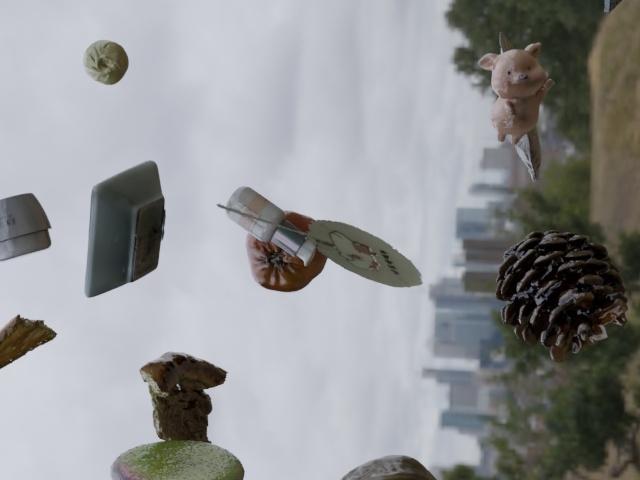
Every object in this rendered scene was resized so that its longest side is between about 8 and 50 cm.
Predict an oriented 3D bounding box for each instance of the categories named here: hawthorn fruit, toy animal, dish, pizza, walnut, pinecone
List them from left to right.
[{"bbox_3d":[-0.361,0.120,1.358,0.026,0.123,0.108,54,-150,16],"label":"pizza"},{"bbox_3d":[-0.354,-0.012,2.157,0.182,0.080,0.243,-35,-38,-53],"label":"dish"},{"bbox_3d":[-0.065,0.021,2.380,0.189,0.189,0.189,2,-90,-81],"label":"hawthorn fruit"},{"bbox_3d":[0.126,0.503,2.022,0.248,0.248,0.248,2,-90,-81],"label":"walnut"},{"bbox_3d":[0.282,-0.214,1.664,0.089,0.083,0.150,25,115,56],"label":"toy animal"},{"bbox_3d":[0.356,0.078,1.652,0.204,0.184,0.179,38,147,49],"label":"pinecone"}]

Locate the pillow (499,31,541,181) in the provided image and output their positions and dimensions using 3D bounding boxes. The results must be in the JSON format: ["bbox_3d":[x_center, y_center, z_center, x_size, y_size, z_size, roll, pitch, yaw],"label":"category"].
[{"bbox_3d":[0.316,-0.210,1.806,0.130,0.038,0.233,44,-145,-65],"label":"pillow"}]

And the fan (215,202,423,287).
[{"bbox_3d":[0.000,0.001,1.648,0.009,0.329,0.191,-65,23,20],"label":"fan"}]

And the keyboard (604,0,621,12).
[{"bbox_3d":[0.348,-0.307,1.233,0.176,0.014,0.055,-43,-38,-38],"label":"keyboard"}]

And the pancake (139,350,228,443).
[{"bbox_3d":[-0.253,0.275,2.099,0.212,0.056,0.257,52,-159,-30],"label":"pancake"}]

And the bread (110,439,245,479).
[{"bbox_3d":[-0.238,0.379,1.905,0.228,0.228,0.033,-52,-35,-74],"label":"bread"}]

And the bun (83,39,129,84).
[{"bbox_3d":[-0.400,-0.332,2.119,0.055,0.086,0.086,-138,49,-81],"label":"bun"}]

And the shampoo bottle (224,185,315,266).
[{"bbox_3d":[-0.089,-0.027,2.162,0.074,0.192,0.074,-54,-8,-12],"label":"shampoo bottle"}]

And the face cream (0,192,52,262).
[{"bbox_3d":[-0.527,-0.022,1.976,0.117,0.117,0.104,-18,-88,-80],"label":"face cream"}]
